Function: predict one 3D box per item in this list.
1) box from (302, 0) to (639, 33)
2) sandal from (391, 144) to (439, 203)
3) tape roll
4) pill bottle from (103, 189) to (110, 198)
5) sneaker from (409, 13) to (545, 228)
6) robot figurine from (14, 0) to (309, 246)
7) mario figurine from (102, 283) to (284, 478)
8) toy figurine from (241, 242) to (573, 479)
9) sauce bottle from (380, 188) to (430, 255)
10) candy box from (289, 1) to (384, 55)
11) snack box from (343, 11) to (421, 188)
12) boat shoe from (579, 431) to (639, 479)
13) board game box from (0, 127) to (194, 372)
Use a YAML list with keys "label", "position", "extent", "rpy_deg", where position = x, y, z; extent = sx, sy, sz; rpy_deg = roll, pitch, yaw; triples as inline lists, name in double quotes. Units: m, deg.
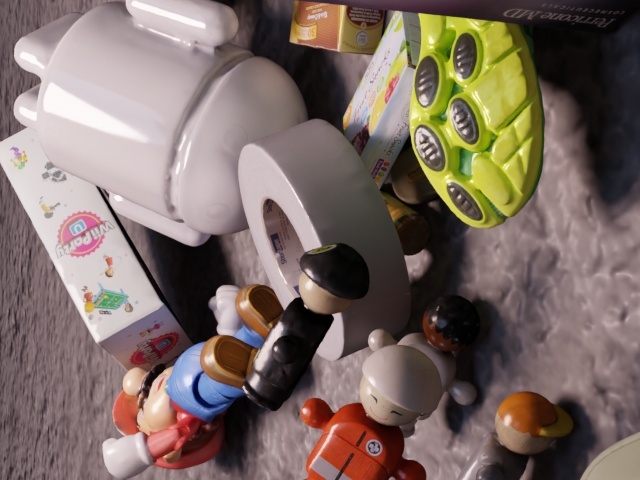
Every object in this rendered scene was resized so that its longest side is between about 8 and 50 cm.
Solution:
- label: "box"
  position: [0.136, -0.279, 0.677]
  extent: [0.294, 0.296, 0.183]
  rpy_deg: [-40, 56, 55]
- label: "sandal"
  position: [0.103, -0.079, 0.985]
  extent: [0.180, 0.049, 0.072]
  rpy_deg: [-35, 60, 56]
- label: "tape roll"
  position: [0.000, 0.000, 1.065]
  extent: [0.219, 0.072, 0.219]
  rpy_deg: [57, 160, 33]
- label: "pill bottle"
  position: [-0.246, -0.154, 1.502]
  extent: [0.283, 0.161, 0.161]
  rpy_deg: [50, 131, 50]
- label: "sneaker"
  position: [0.129, -0.153, 0.869]
  extent: [0.109, 0.123, 0.295]
  rpy_deg: [-21, 68, 37]
- label: "robot figurine"
  position: [-0.161, -0.132, 1.226]
  extent: [0.353, 0.200, 0.300]
  rpy_deg: [25, 131, 16]
- label: "mario figurine"
  position: [-0.166, 0.163, 1.333]
  extent: [0.320, 0.198, 0.170]
  rpy_deg: [-46, 63, 46]
- label: "toy figurine"
  position: [0.065, 0.117, 0.892]
  extent: [0.148, 0.209, 0.213]
  rpy_deg: [-61, 33, 19]
- label: "sauce bottle"
  position: [0.056, -0.026, 1.077]
  extent: [0.128, 0.042, 0.042]
  rpy_deg: [37, 121, 55]
- label: "candy box"
  position: [0.024, -0.283, 1.130]
  extent: [0.109, 0.053, 0.187]
  rpy_deg: [25, 113, 58]
- label: "snack box"
  position: [0.063, -0.131, 1.044]
  extent: [0.100, 0.037, 0.141]
  rpy_deg: [-90, 21, -47]
- label: "boat shoe"
  position: [0.262, 0.136, 0.680]
  extent: [0.069, 0.081, 0.228]
  rpy_deg: [47, 134, -10]
- label: "board game box"
  position: [-0.286, 0.020, 1.461]
  extent: [0.303, 0.097, 0.224]
  rpy_deg: [57, 173, 21]
